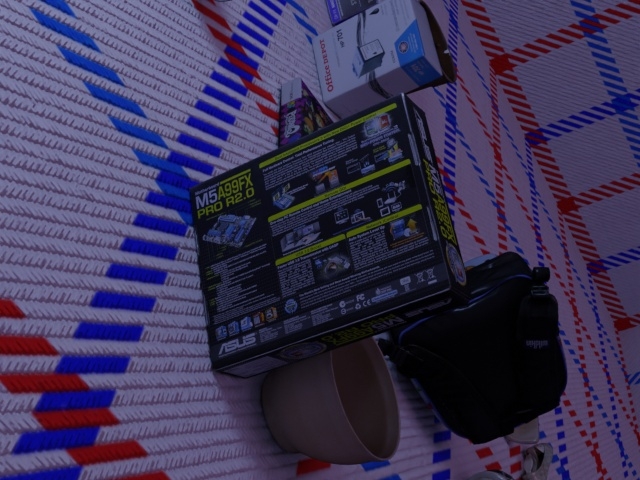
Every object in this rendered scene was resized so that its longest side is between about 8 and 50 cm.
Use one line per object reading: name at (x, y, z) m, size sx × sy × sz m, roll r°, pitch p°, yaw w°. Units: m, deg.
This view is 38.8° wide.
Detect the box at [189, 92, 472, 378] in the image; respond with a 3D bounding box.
box at (0.000, 0.000, 0.932) m, size 0.060 × 0.270 × 0.216 m, roll 30°, pitch 43°, yaw -56°

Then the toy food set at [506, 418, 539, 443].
toy food set at (0.363, 0.227, 1.810) m, size 0.306 × 0.092 × 0.220 m, roll 58°, pitch 24°, yaw -24°

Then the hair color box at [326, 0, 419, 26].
hair color box at (0.117, -0.478, 1.849) m, size 0.339 × 0.110 × 0.185 m, roll 21°, pitch 53°, yaw -64°

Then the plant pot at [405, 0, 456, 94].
plant pot at (0.148, -0.344, 1.722) m, size 0.167 × 0.165 × 0.167 m, roll 48°, pitch 31°, yaw -42°

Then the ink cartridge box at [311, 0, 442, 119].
ink cartridge box at (0.092, -0.308, 1.525) m, size 0.082 × 0.190 × 0.139 m, roll 30°, pitch 43°, yaw -55°

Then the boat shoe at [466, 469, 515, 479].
boat shoe at (0.319, 0.519, 1.424) m, size 0.097 × 0.116 × 0.324 m, roll 15°, pitch 51°, yaw -60°

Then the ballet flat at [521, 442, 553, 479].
ballet flat at (0.438, 0.446, 1.843) m, size 0.052 × 0.057 × 0.168 m, roll 55°, pitch 24°, yaw -7°

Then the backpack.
backpack at (0.248, 0.169, 1.414) m, size 0.213 × 0.276 × 0.263 m, roll -91°, pitch 157°, yaw -68°

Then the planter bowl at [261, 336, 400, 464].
planter bowl at (0.005, 0.174, 1.002) m, size 0.162 × 0.109 × 0.162 m, roll 48°, pitch 31°, yaw -41°

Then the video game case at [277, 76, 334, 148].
video game case at (0.013, -0.094, 1.350) m, size 0.232 × 0.042 × 0.210 m, roll 49°, pitch 28°, yaw -40°
